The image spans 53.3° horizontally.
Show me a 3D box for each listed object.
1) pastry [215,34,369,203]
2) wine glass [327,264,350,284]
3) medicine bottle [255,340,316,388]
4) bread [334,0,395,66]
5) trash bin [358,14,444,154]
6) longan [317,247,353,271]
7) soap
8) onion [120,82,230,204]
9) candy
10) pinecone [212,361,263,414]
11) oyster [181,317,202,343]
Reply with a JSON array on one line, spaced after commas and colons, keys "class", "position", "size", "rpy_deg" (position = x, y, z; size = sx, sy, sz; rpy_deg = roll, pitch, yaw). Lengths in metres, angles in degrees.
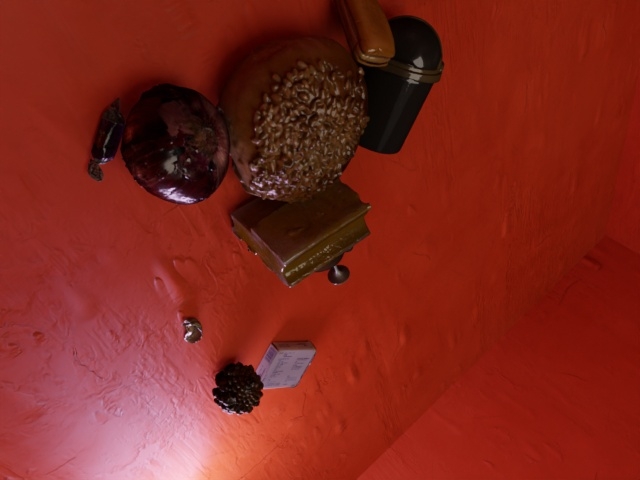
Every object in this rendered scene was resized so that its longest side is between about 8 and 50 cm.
[{"class": "pastry", "position": [-0.048, -0.268, 1.471], "size": [0.409, 0.245, 0.410], "rpy_deg": [-28, 139, -27]}, {"class": "wine glass", "position": [0.035, 0.057, 1.983], "size": [0.079, 0.079, 0.195], "rpy_deg": [-41, 144, -14]}, {"class": "medicine bottle", "position": [-0.121, 0.423, 2.156], "size": [0.201, 0.052, 0.171], "rpy_deg": [9, 114, -50]}, {"class": "bread", "position": [0.106, -0.501, 1.485], "size": [0.115, 0.201, 0.077], "rpy_deg": [-4, 160, -36]}, {"class": "trash bin", "position": [0.186, -0.407, 1.639], "size": [0.214, 0.214, 0.334], "rpy_deg": [-9, 133, -43]}, {"class": "longan", "position": [0.000, 0.000, 1.815], "size": [0.204, 0.159, 0.185], "rpy_deg": [8, 99, -23]}, {"class": "soap", "position": [-0.052, -0.049, 1.644], "size": [0.281, 0.259, 0.143], "rpy_deg": [-36, 145, -22]}, {"class": "onion", "position": [-0.306, -0.190, 1.304], "size": [0.252, 0.219, 0.252], "rpy_deg": [24, 63, -59]}, {"class": "candy", "position": [-0.427, -0.204, 1.284], "size": [0.043, 0.045, 0.175], "rpy_deg": [-9, 129, -60]}, {"class": "pinecone", "position": [-0.258, 0.460, 1.962], "size": [0.173, 0.173, 0.174], "rpy_deg": [-28, 138, -29]}, {"class": "oyster", "position": [-0.361, 0.246, 1.773], "size": [0.080, 0.038, 0.083], "rpy_deg": [30, 127, -30]}]
